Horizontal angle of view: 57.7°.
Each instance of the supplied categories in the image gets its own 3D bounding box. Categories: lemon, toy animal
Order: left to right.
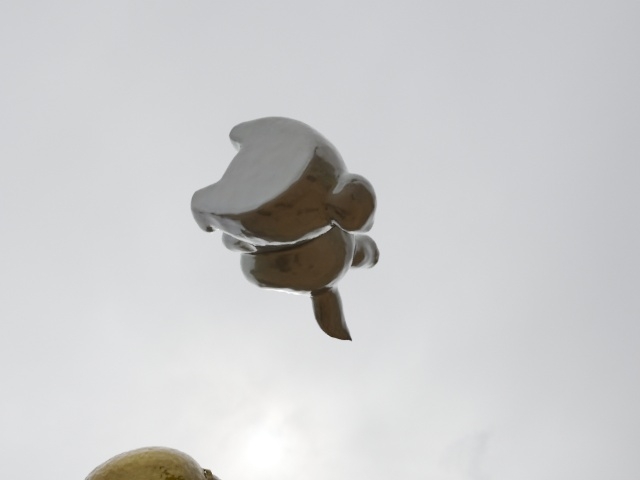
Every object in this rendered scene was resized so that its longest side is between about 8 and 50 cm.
[{"bbox_3d":[-0.281,0.428,0.930,0.257,0.188,0.188,-3,-62,-17],"label":"lemon"},{"bbox_3d":[-0.010,-0.004,0.871,0.196,0.241,0.367,-60,-29,-24],"label":"toy animal"}]
